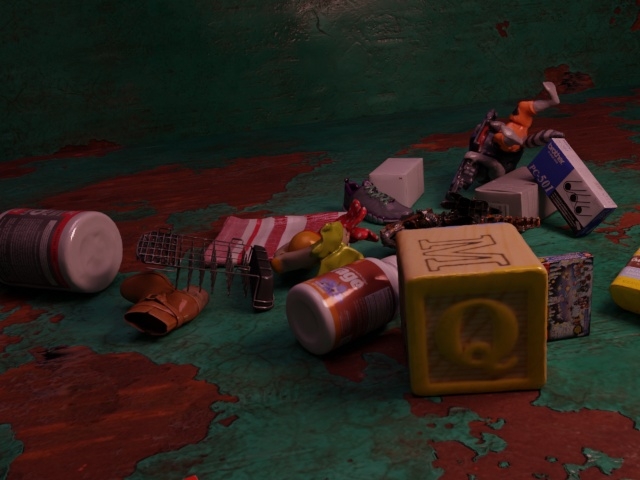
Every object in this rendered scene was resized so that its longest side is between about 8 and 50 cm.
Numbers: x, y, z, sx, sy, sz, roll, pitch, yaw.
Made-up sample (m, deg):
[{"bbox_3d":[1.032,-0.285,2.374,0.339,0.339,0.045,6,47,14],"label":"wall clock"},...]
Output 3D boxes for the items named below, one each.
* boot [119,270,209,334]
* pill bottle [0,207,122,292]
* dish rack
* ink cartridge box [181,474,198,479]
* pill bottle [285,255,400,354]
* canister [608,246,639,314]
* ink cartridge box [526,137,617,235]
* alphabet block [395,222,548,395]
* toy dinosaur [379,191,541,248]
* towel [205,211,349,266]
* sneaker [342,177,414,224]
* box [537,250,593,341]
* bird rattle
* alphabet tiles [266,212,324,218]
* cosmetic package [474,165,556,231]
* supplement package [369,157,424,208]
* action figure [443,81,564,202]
[{"bbox_3d":[-0.324,0.118,1.216,0.197,0.073,0.152,4,19,19],"label":"boot"},{"bbox_3d":[-0.614,0.018,1.429,0.318,0.176,0.176,3,22,22],"label":"pill bottle"},{"bbox_3d":[-0.225,0.048,1.281,0.271,0.074,0.208,9,16,-13],"label":"dish rack"},{"bbox_3d":[-0.218,0.329,0.641,0.275,0.060,0.239,-15,23,-24],"label":"ink cartridge box"},{"bbox_3d":[0.058,0.099,1.100,0.216,0.121,0.121,-20,24,-34],"label":"pill bottle"},{"bbox_3d":[0.577,0.047,1.078,0.170,0.073,0.126,-45,32,-18],"label":"canister"},{"bbox_3d":[0.554,-0.120,1.444,0.046,0.097,0.207,-4,54,-31],"label":"ink cartridge box"},{"bbox_3d":[0.217,0.095,0.972,0.193,0.193,0.197,-6,19,5],"label":"alphabet block"},{"bbox_3d":[0.292,-0.031,1.376,0.321,0.164,0.218,-27,3,3],"label":"toy dinosaur"},{"bbox_3d":[-0.093,-0.006,1.539,0.328,0.037,0.237,-3,25,8],"label":"towel"},{"bbox_3d":[0.139,-0.103,1.668,0.223,0.098,0.083,12,27,41],"label":"sneaker"},{"bbox_3d":[0.374,0.089,1.017,0.093,0.137,0.027,-8,19,-5],"label":"box"},{"bbox_3d":[0.000,0.000,1.352,0.206,0.143,0.253,-15,22,16],"label":"bird rattle"},{"bbox_3d":[-0.038,-0.034,1.661,0.237,0.009,0.198,-3,20,7],"label":"alphabet tiles"},{"bbox_3d":[0.489,-0.106,1.575,0.127,0.107,0.238,8,27,42],"label":"cosmetic package"},{"bbox_3d":[0.211,-0.156,1.783,0.105,0.105,0.179,3,21,23],"label":"supplement package"},{"bbox_3d":[0.469,-0.216,1.695,0.178,0.330,0.341,30,70,3],"label":"action figure"}]
